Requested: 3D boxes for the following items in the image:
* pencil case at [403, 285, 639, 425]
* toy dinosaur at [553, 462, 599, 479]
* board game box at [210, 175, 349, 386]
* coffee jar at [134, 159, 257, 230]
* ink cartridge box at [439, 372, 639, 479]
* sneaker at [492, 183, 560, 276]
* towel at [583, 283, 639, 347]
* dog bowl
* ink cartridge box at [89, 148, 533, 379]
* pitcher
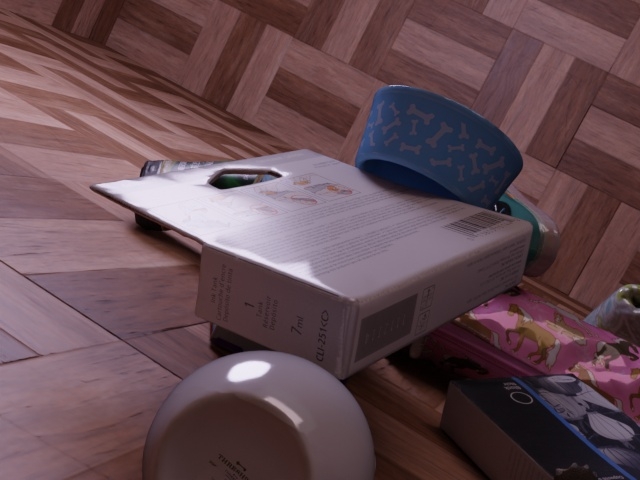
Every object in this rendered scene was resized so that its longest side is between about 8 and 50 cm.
[{"bbox_3d":[0.258,0.144,1.158,0.386,0.167,0.160,28,-29,4],"label":"pencil case"},{"bbox_3d":[0.227,0.242,0.610,0.313,0.121,0.160,45,-6,33],"label":"toy dinosaur"},{"bbox_3d":[-0.027,0.032,1.011,0.144,0.142,0.275,26,10,-11],"label":"board game box"},{"bbox_3d":[-0.141,-0.058,1.178,0.184,0.079,0.096,-1,31,-1],"label":"coffee jar"},{"bbox_3d":[0.263,0.227,0.864,0.165,0.065,0.333,1,21,-25],"label":"ink cartridge box"},{"bbox_3d":[0.194,-0.048,1.249,0.121,0.108,0.302,17,12,-24],"label":"sneaker"},{"bbox_3d":[0.582,0.212,1.454,0.374,0.090,0.320,28,-23,8],"label":"towel"},{"bbox_3d":[0.114,-0.058,0.997,0.166,0.074,0.297,26,-13,10],"label":"dog bowl"},{"bbox_3d":[0.000,0.000,0.792,0.261,0.066,0.296,21,22,31],"label":"ink cartridge box"},{"bbox_3d":[-0.006,0.145,0.554,0.178,0.125,0.207,36,-1,13],"label":"pitcher"}]
